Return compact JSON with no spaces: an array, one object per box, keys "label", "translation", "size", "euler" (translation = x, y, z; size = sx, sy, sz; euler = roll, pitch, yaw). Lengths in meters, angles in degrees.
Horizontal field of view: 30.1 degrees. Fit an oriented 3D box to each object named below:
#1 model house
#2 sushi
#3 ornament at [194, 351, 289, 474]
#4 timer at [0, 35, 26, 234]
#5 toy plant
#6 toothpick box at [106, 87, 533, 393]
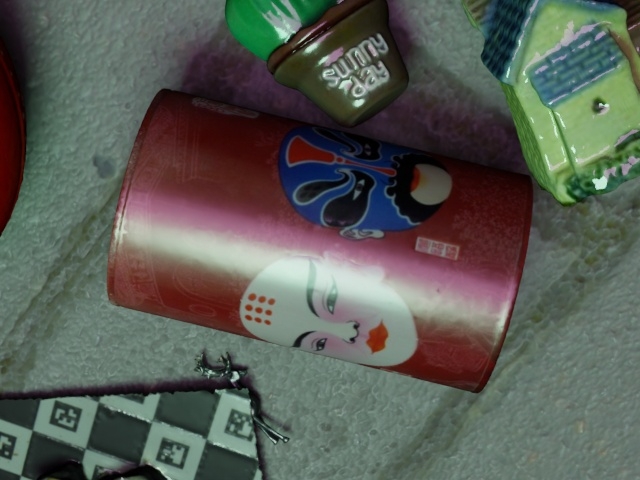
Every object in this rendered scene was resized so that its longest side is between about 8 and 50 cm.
[{"label":"model house","translation":[0.219,-0.167,0.974],"size":[0.195,0.214,0.189],"euler":[-31,108,13]},{"label":"sushi","translation":[-0.197,0.293,1.210],"size":[0.294,0.059,0.292],"euler":[-7,108,11]},{"label":"ornament","translation":[-0.093,0.169,1.199],"size":[0.073,0.028,0.125],"euler":[-32,103,12]},{"label":"timer","translation":[-0.444,-0.089,1.008],"size":[0.378,0.279,0.377],"euler":[-4,116,-8]},{"label":"toy plant","translation":[-0.003,-0.200,1.054],"size":[0.143,0.105,0.200],"euler":[-35,86,-2]},{"label":"toothpick box","translation":[0.000,0.000,1.054],"size":[0.334,0.204,0.204],"euler":[13,106,1]}]
